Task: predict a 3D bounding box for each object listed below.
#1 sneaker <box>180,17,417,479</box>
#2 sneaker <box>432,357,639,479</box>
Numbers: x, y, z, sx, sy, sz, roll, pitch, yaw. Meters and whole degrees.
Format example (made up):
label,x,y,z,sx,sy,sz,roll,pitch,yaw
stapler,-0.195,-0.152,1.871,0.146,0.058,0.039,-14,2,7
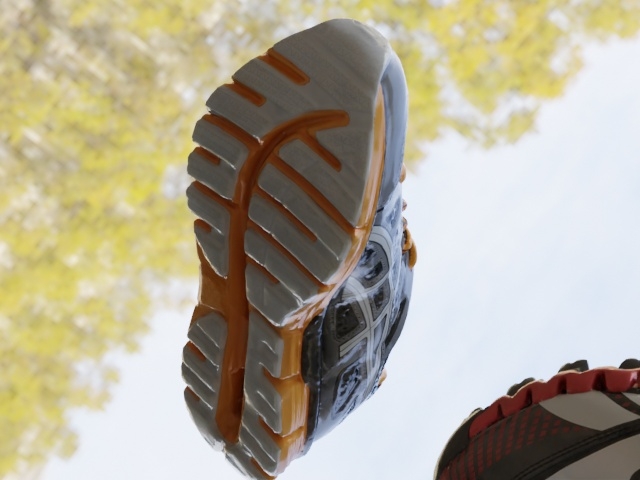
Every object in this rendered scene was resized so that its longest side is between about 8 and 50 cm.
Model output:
label,x,y,z,sx,sy,sz,roll,pitch,yaw
sneaker,0.000,0.000,0.673,0.083,0.084,0.215,-24,146,-34
sneaker,0.168,0.122,0.806,0.276,0.097,0.135,-11,-142,30
